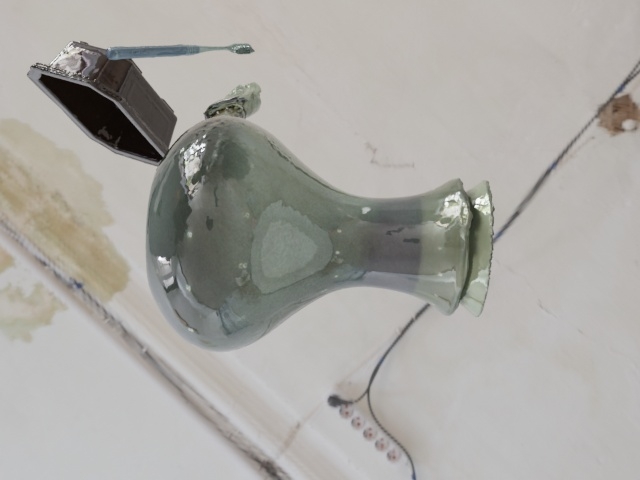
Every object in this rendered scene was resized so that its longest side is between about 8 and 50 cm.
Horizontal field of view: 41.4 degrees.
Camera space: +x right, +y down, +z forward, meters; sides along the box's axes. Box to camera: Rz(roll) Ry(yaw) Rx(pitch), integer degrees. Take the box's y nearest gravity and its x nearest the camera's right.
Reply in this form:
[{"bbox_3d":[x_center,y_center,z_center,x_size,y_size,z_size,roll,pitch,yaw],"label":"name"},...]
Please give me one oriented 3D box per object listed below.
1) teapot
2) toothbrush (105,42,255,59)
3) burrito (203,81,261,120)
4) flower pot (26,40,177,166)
[{"bbox_3d":[0.000,0.000,0.648,0.250,0.183,0.184,4,-81,1],"label":"teapot"},{"bbox_3d":[-0.186,-0.257,1.152,0.019,0.219,0.016,43,-49,41],"label":"toothbrush"},{"bbox_3d":[-0.110,-0.187,1.157,0.074,0.118,0.044,-16,-74,22],"label":"burrito"},{"bbox_3d":[-0.313,-0.214,1.293,0.178,0.251,0.084,18,-108,24],"label":"flower pot"}]
